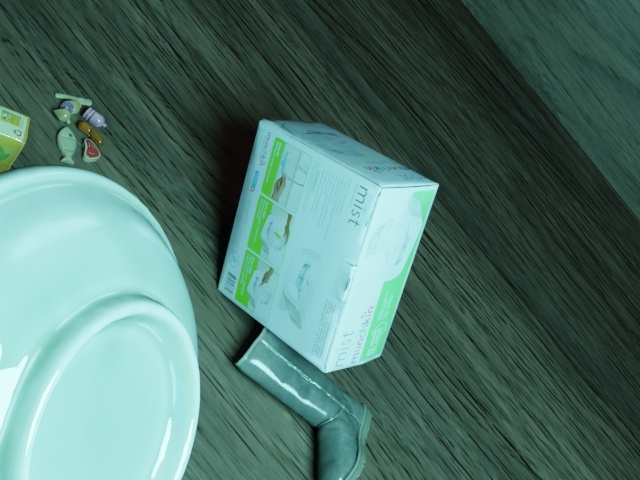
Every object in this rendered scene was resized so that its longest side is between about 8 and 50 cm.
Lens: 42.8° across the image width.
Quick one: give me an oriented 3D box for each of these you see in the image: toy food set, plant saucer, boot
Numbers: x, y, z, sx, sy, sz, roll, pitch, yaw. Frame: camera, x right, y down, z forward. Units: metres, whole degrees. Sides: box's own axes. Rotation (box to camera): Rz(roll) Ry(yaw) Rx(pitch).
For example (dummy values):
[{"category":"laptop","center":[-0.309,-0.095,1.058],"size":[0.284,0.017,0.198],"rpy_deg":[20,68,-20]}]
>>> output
[{"category":"toy food set","center":[-0.335,-0.159,1.150],"size":[0.078,0.019,0.122],"rpy_deg":[6,56,-42]},{"category":"plant saucer","center":[-0.193,0.144,0.644],"size":[0.400,0.100,0.401],"rpy_deg":[8,90,-66]},{"category":"boot","center":[-0.028,0.221,1.100],"size":[0.208,0.076,0.190],"rpy_deg":[47,24,-15]}]

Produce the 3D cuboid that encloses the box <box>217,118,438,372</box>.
[{"category":"box","center":[0.000,0.000,1.092],"size":[0.231,0.262,0.126],"rpy_deg":[31,25,36]}]

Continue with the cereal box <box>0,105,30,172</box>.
[{"category":"cereal box","center":[-0.459,-0.114,0.870],"size":[0.240,0.173,0.047],"rpy_deg":[23,46,-31]}]
